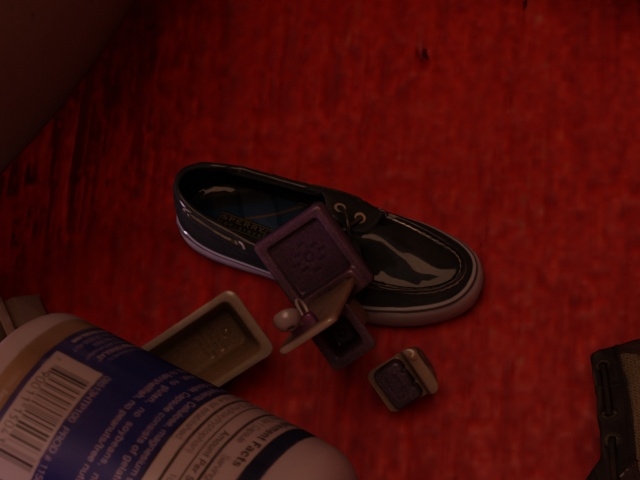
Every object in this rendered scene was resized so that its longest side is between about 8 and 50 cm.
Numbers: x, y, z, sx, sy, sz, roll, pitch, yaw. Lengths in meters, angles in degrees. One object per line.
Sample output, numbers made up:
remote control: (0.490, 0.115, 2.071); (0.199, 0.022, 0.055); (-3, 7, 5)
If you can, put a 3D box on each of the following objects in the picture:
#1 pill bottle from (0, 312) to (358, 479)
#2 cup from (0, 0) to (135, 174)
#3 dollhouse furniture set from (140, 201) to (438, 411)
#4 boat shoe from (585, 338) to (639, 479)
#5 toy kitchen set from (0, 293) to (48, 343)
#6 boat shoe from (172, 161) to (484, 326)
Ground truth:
pill bottle: (-0.048, 0.114, 0.712); (0.186, 0.112, 0.112); (26, 71, 18)
cup: (-0.187, -0.182, 0.798); (0.331, 0.331, 0.237); (34, 48, 23)
dollhouse furniture set: (-0.025, 0.058, 0.753); (0.114, 0.081, 0.091); (-33, 96, 15)
boat shoe: (0.125, 0.102, 0.718); (0.049, 0.056, 0.152); (-11, 43, 22)
toy kitchen set: (-0.151, 0.041, 0.787); (0.068, 0.075, 0.083); (-26, 67, -4)
boat shoe: (0.000, 0.000, 0.799); (0.142, 0.040, 0.049); (14, 68, 17)
